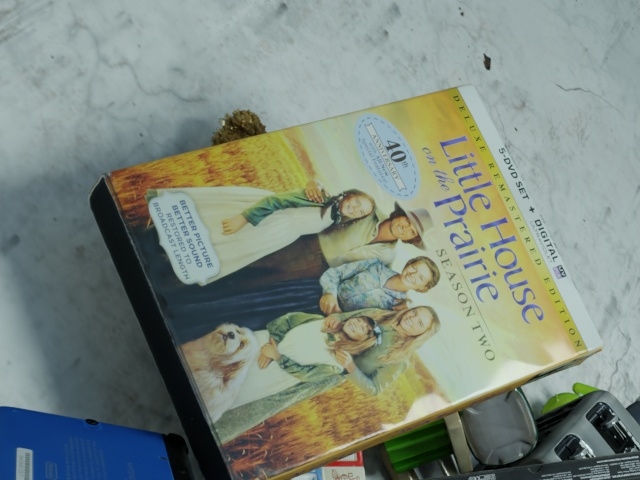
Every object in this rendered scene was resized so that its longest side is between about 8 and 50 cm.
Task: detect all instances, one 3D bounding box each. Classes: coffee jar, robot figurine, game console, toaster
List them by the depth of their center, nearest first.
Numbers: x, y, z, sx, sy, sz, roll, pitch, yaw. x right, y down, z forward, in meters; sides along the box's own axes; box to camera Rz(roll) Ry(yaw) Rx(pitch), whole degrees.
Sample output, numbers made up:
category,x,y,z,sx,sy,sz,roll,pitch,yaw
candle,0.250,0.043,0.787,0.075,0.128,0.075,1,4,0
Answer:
category,x,y,z,sx,sy,sz,roll,pitch,yaw
game console,-0.153,0.266,1.035,0.250,0.173,0.293,13,9,-14
coffee jar,0.181,0.169,1.510,0.184,0.079,0.096,-100,168,-74
toaster,0.262,0.267,1.526,0.168,0.186,0.110,-32,88,-45
robot figurine,0.320,0.229,1.694,0.115,0.067,0.101,28,76,-35

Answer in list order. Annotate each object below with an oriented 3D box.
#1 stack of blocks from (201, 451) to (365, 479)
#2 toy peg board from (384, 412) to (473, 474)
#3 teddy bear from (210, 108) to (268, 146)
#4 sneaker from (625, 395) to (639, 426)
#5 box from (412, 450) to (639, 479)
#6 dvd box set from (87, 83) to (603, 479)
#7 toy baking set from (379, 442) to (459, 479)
category,x,y,z,sx,sy,sz,roll,pitch,yaw
stack of blocks,-0.022,0.159,1.276,0.171,0.087,0.297,5,66,-24
toy peg board,0.088,0.152,1.389,0.161,0.079,0.160,70,1,-62
teddy bear,0.000,0.000,1.458,0.338,0.113,0.245,51,40,-10
sneaker,0.413,0.335,1.683,0.127,0.126,0.321,-33,119,-15
box,0.227,0.339,1.315,0.076,0.307,0.242,70,12,-69
dvd box set,0.034,0.033,1.267,0.420,0.062,0.307,-16,74,-30
toy baking set,0.076,0.250,1.439,0.256,0.030,0.196,17,59,-34
